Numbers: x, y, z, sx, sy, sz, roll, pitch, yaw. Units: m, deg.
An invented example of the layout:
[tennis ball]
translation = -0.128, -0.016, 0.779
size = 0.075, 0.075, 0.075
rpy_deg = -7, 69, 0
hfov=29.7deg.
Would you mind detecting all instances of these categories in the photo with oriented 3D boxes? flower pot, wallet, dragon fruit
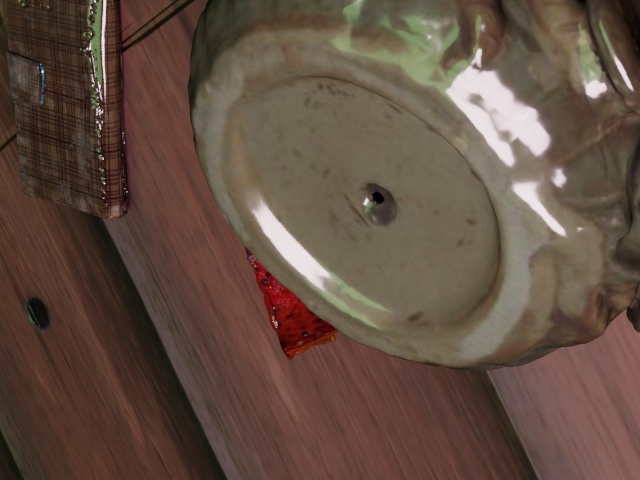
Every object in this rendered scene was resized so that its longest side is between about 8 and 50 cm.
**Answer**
[flower pot]
translation = 0.088, -0.076, 0.667
size = 0.301, 0.213, 0.302
rpy_deg = 23, 139, 22
[wallet]
translation = -0.221, -0.139, 1.056
size = 0.124, 0.042, 0.230
rpy_deg = 16, 119, 32
[dragon fruit]
translation = 0.000, -0.002, 0.911
size = 0.127, 0.121, 0.161
rpy_deg = -9, 137, 3
